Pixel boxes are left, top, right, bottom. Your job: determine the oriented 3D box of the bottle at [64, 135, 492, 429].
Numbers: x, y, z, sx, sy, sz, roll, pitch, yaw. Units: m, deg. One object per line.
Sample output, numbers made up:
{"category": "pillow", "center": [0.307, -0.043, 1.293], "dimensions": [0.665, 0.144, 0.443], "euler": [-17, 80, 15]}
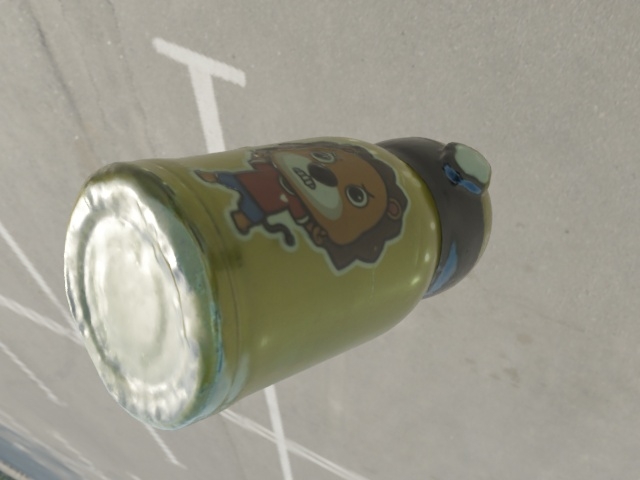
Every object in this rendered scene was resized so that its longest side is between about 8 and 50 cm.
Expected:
{"category": "bottle", "center": [0.000, 0.000, 0.579], "dimensions": [0.171, 0.351, 0.172], "euler": [17, 114, 41]}
